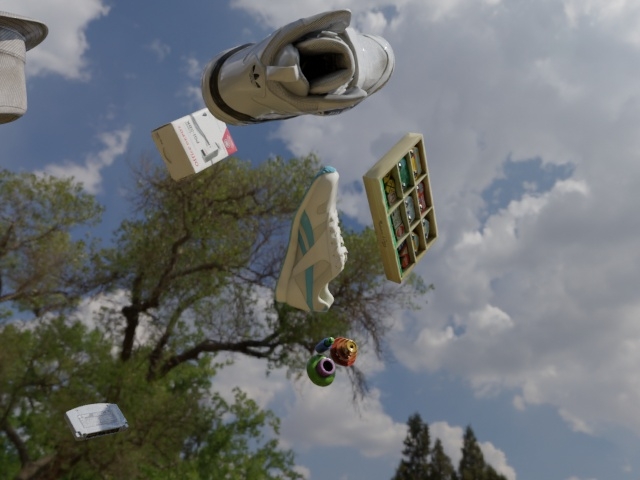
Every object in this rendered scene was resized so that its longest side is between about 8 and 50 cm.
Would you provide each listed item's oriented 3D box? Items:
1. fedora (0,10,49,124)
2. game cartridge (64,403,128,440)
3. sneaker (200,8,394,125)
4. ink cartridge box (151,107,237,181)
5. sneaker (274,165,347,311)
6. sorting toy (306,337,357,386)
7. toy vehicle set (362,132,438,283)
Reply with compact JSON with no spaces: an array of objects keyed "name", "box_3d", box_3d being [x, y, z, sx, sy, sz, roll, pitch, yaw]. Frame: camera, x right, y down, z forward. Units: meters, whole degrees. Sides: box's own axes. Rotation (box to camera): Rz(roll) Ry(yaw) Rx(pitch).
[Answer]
[{"name":"fedora","box_3d":[-0.498,-0.216,0.751,0.243,0.125,0.275,-9,5,31]},{"name":"game cartridge","box_3d":[-0.338,0.270,0.843,0.083,0.056,0.017,8,-61,-50]},{"name":"sneaker","box_3d":[0.022,-0.256,0.839,0.365,0.138,0.210,-22,17,-34]},{"name":"ink cartridge box","box_3d":[-0.227,-0.179,1.021,0.056,0.135,0.099,-13,-71,33]},{"name":"sneaker","box_3d":[0.000,0.000,0.851,0.092,0.087,0.229,17,-68,7]},{"name":"sorting toy","box_3d":[0.022,0.182,0.883,0.061,0.102,0.042,51,-43,6]},{"name":"toy vehicle set","box_3d":[0.170,-0.062,1.142,0.035,0.166,0.267,17,-41,37]}]
